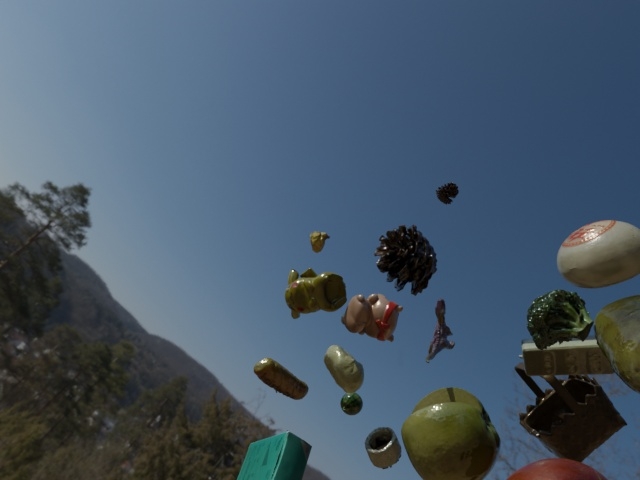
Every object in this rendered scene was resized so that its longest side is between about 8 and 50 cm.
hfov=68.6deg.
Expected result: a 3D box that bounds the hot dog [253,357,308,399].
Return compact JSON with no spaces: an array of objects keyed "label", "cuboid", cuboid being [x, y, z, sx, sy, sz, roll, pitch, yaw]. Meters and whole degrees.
[{"label":"hot dog","cuboid":[-0.121,0.464,1.551,0.061,0.088,0.286,45,0,43]}]

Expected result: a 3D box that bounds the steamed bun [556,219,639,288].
[{"label":"steamed bun","cuboid":[0.758,0.024,1.277,0.231,0.231,0.145,-18,-80,61]}]

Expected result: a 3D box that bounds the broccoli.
[{"label":"broccoli","cuboid":[0.571,0.186,1.123,0.138,0.162,0.146,29,-47,51]}]

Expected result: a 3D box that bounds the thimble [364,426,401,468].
[{"label":"thimble","cuboid":[0.214,0.704,1.595,0.102,0.115,0.090,-107,176,-64]}]

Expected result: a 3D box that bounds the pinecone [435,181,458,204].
[{"label":"pinecone","cuboid":[0.465,-0.175,1.713,0.077,0.083,0.077,45,2,-2]}]

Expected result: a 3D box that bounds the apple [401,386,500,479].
[{"label":"apple","cuboid":[0.390,0.588,1.407,0.254,0.292,0.292,-34,-73,19]}]

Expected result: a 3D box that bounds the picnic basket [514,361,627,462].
[{"label":"picnic basket","cuboid":[0.836,0.579,1.649,0.321,0.291,0.254,52,-4,4]}]

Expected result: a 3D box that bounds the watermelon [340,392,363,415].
[{"label":"watermelon","cuboid":[0.132,0.715,2.053,0.109,0.109,0.109,32,-28,19]}]

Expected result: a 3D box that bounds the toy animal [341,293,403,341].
[{"label":"toy animal","cuboid":[0.189,0.270,1.664,0.197,0.172,0.171,16,-21,-17]}]

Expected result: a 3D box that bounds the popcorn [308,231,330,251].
[{"label":"popcorn","cuboid":[0.000,0.000,1.738,0.084,0.084,0.084,32,-28,19]}]

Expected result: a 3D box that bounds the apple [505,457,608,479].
[{"label":"apple","cuboid":[0.605,0.727,1.168,0.348,0.348,0.277,45,-53,-5]}]

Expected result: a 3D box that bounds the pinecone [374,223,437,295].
[{"label":"pinecone","cuboid":[0.357,0.078,1.961,0.296,0.242,0.298,47,13,-18]}]

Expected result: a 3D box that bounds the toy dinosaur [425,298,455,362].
[{"label":"toy dinosaur","cuboid":[0.380,0.332,1.540,0.072,0.251,0.200,13,-36,31]}]

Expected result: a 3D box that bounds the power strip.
[{"label":"power strip","cuboid":[0.735,0.349,1.411,0.256,0.070,0.105,-8,-72,21]}]

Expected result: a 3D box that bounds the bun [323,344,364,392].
[{"label":"bun","cuboid":[0.089,0.458,1.695,0.164,0.111,0.188,63,-14,-20]}]

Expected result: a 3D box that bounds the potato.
[{"label":"potato","cuboid":[0.701,0.217,0.982,0.210,0.307,0.173,-16,-80,26]}]

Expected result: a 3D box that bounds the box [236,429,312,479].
[{"label":"box","cuboid":[-0.178,0.824,1.675,0.118,0.205,0.311,34,-44,-16]}]

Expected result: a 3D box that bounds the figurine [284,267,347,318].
[{"label":"figurine","cuboid":[-0.035,0.212,1.953,0.326,0.169,0.218,-12,-97,34]}]
